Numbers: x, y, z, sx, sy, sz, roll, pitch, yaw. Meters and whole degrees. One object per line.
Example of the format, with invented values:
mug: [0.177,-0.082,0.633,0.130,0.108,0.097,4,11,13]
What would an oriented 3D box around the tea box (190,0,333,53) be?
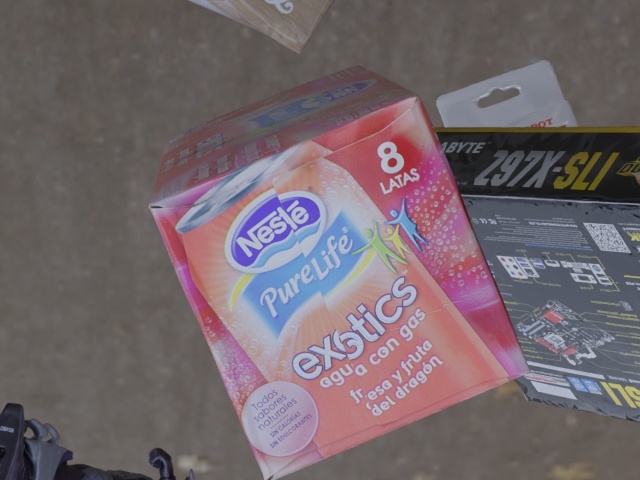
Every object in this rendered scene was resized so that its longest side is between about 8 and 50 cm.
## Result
tea box: [-0.081,-0.312,0.660,0.329,0.220,0.323,33,89,-45]

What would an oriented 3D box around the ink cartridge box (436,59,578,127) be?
ink cartridge box: [0.185,-0.048,1.413,0.115,0.198,0.067,-18,170,2]

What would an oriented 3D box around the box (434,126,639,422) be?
box: [0.219,0.032,1.158,0.322,0.079,0.257,5,142,53]

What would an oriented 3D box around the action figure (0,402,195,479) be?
action figure: [-0.208,0.218,1.405,0.185,0.099,0.285,-9,160,31]

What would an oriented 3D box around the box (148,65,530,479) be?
box: [0.000,0.000,0.885,0.142,0.154,0.300,-23,-171,0]
